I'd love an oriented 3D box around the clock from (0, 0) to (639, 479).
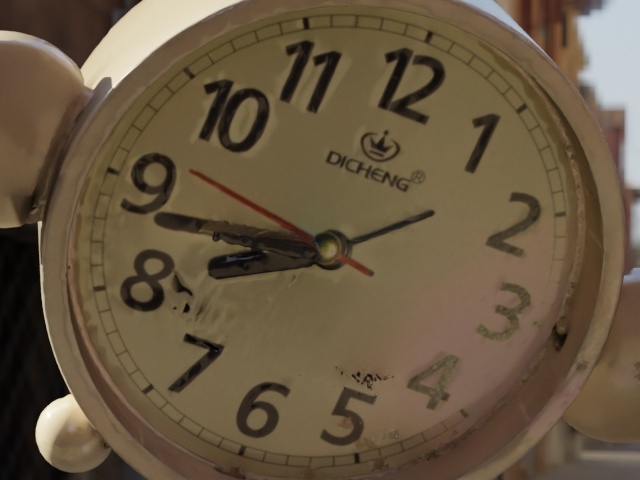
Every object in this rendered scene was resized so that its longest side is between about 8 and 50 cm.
[{"bbox_3d":[0.000,0.000,0.519,0.229,0.156,0.063,19,17,-14],"label":"clock"}]
